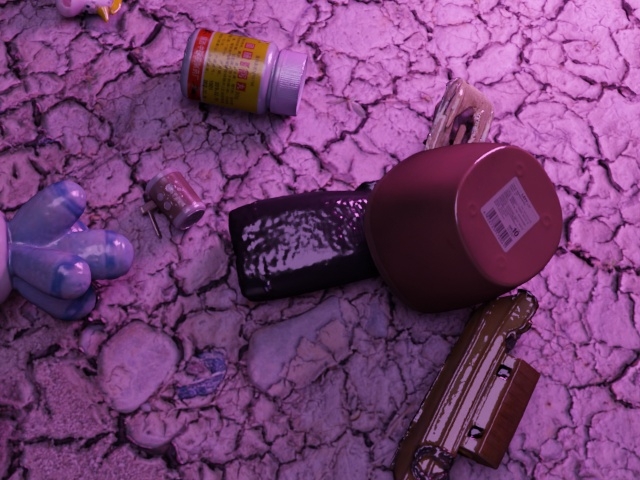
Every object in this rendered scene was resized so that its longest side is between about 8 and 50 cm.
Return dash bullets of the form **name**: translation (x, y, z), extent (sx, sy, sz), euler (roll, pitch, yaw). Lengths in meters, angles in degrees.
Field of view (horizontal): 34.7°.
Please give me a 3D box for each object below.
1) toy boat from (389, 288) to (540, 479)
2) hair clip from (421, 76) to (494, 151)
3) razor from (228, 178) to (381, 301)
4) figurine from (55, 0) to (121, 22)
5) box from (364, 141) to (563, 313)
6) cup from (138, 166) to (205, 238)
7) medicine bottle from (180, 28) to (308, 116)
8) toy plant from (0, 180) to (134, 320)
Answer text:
- **toy boat**: translation (0.256, 0.293, 1.743), extent (0.162, 0.136, 0.445), euler (28, 73, 12)
- **hair clip**: translation (0.235, -0.147, 1.934), extent (0.138, 0.091, 0.321), euler (30, 68, -29)
- **razor**: translation (0.002, -0.002, 1.850), extent (0.326, 0.107, 0.189), euler (-11, 70, -8)
- **figurine**: translation (-0.477, -0.505, 2.038), extent (0.129, 0.109, 0.178), euler (-24, 73, -36)
- **box**: translation (0.251, -0.028, 1.747), extent (0.301, 0.216, 0.301), euler (4, 82, -31)
- **cup**: translation (-0.275, -0.067, 1.874), extent (0.102, 0.074, 0.099), euler (-35, 74, -16)
- **medicine bottle**: translation (-0.144, -0.317, 1.950), extent (0.225, 0.139, 0.139), euler (12, 68, 1)
- **toy plant**: translation (-0.488, 0.024, 1.752), extent (0.332, 0.247, 0.247), euler (-3, 68, -9)
